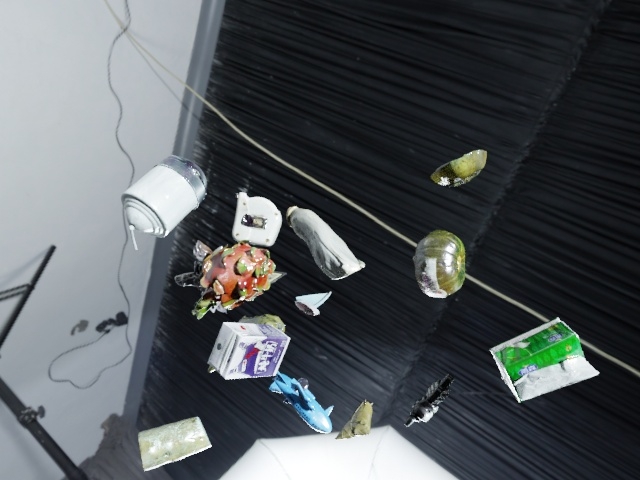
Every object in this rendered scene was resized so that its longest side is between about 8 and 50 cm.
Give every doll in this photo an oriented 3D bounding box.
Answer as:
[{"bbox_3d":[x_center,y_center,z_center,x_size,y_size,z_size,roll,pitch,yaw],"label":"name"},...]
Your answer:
[{"bbox_3d":[0.356,0.523,1.306,0.219,0.067,0.091,-51,157,9],"label":"doll"}]

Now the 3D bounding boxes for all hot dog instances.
[{"bbox_3d":[-0.294,0.079,1.259,0.147,0.099,0.065,-8,159,-33],"label":"hot dog"}]

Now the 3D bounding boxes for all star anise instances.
[{"bbox_3d":[-0.375,0.133,1.369,0.129,0.212,0.283,-20,149,-55],"label":"star anise"}]

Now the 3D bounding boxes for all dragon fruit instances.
[{"bbox_3d":[-0.207,0.096,0.926,0.236,0.135,0.137,-46,165,20],"label":"dragon fruit"}]

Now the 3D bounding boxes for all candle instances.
[{"bbox_3d":[-0.595,-0.148,1.503,0.221,0.221,0.343,93,23,-48],"label":"candle"}]

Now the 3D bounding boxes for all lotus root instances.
[{"bbox_3d":[0.467,-0.225,1.339,0.183,0.078,0.203,-21,175,6],"label":"lotus root"}]

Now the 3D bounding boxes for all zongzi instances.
[{"bbox_3d":[0.153,0.821,1.855,0.178,0.081,0.189,-29,-166,22],"label":"zongzi"},{"bbox_3d":[-0.284,0.404,1.558,0.125,0.250,0.274,58,43,-14],"label":"zongzi"}]

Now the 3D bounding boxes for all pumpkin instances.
[{"bbox_3d":[0.438,0.087,1.524,0.260,0.189,0.260,-9,100,-59],"label":"pumpkin"}]

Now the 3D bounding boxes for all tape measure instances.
[{"bbox_3d":[-0.338,-0.104,2.102,0.130,0.265,0.258,81,17,-80],"label":"tape measure"}]

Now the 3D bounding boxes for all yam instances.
[{"bbox_3d":[-0.425,0.589,1.184,0.194,0.107,0.107,-7,130,-26],"label":"yam"}]

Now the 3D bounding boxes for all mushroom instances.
[{"bbox_3d":[-0.001,-0.002,1.189,0.097,0.351,0.109,-22,136,-22],"label":"mushroom"}]

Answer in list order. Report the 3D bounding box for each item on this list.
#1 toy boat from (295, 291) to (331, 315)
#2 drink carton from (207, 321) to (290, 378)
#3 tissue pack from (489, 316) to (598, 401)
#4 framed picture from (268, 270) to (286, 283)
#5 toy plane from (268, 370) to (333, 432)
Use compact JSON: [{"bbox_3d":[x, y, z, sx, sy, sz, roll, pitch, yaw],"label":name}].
[{"bbox_3d":[-0.019,0.195,1.319,0.122,0.096,0.034,-30,141,-51],"label":"toy boat"},{"bbox_3d":[-0.215,0.333,1.228,0.222,0.101,0.134,20,94,-52],"label":"drink carton"},{"bbox_3d":[0.608,0.341,1.099,0.209,0.148,0.156,-27,-160,7],"label":"tissue pack"},{"bbox_3d":[-0.323,0.207,2.251,0.199,0.195,0.010,-32,122,-57],"label":"framed picture"},{"bbox_3d":[-0.063,0.557,1.405,0.105,0.271,0.254,-48,165,-34],"label":"toy plane"}]
